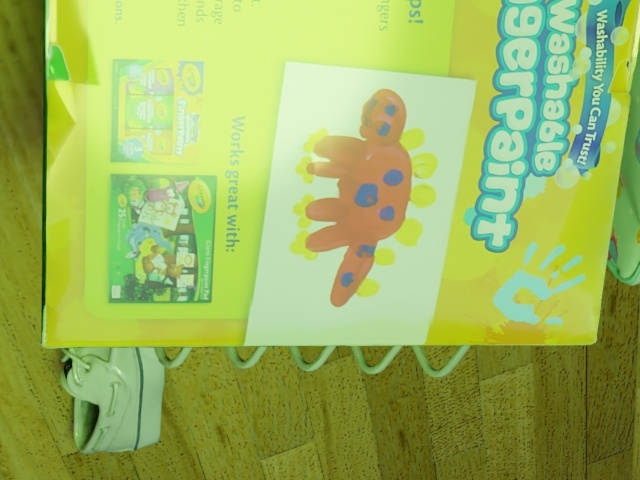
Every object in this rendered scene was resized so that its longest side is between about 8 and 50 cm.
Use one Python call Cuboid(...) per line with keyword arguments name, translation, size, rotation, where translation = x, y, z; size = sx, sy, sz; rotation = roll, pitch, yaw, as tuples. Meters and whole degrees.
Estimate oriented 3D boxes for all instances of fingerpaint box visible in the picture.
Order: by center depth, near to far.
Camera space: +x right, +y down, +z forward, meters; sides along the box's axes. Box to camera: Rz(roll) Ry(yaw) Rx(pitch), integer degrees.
Cuboid(name="fingerpaint box", translation=(0.009, -0.163, 1.036), size=(0.371, 0.163, 0.444), rotation=(0, 112, -9))

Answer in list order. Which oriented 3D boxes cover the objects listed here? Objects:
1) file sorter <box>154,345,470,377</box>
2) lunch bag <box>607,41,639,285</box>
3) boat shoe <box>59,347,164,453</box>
Cuboid(name="file sorter", translation=(0.000, 0.000, 1.354), size=(0.278, 0.193, 0.173), rotation=(5, 134, -31))
Cuboid(name="lunch bag", translation=(0.290, -0.107, 1.355), size=(0.108, 0.224, 0.279), rotation=(-10, 137, -16))
Cuboid(name="boat shoe", translation=(-0.191, 0.113, 1.455), size=(0.084, 0.095, 0.258), rotation=(-16, 139, -17))
